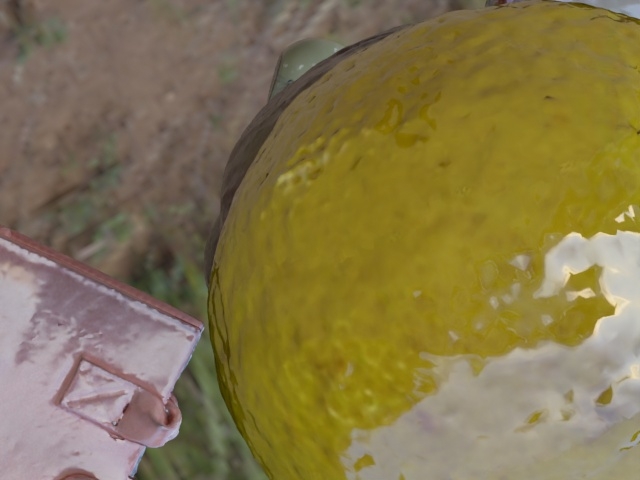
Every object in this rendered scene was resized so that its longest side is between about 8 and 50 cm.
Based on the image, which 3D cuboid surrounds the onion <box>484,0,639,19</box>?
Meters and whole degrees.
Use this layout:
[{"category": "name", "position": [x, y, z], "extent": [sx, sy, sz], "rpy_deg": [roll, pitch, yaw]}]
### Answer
[{"category": "onion", "position": [0.254, -0.088, 0.882], "extent": [0.348, 0.267, 0.159], "rpy_deg": [13, -141, 24]}]

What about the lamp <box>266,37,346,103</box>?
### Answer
[{"category": "lamp", "position": [0.037, -0.123, 1.756], "extent": [0.163, 0.091, 0.091], "rpy_deg": [13, 180, -5]}]

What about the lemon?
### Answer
[{"category": "lemon", "position": [0.063, 0.018, 0.681], "extent": [0.231, 0.192, 0.192], "rpy_deg": [-25, -175, 30]}]

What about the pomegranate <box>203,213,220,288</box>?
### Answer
[{"category": "pomegranate", "position": [0.000, 0.005, 1.353], "extent": [0.163, 0.138, 0.125], "rpy_deg": [-45, -163, 10]}]

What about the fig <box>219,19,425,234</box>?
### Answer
[{"category": "fig", "position": [0.092, -0.060, 1.086], "extent": [0.321, 0.217, 0.217], "rpy_deg": [-52, 173, 26]}]

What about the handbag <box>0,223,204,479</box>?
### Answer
[{"category": "handbag", "position": [-0.165, 0.108, 0.994], "extent": [0.212, 0.157, 0.059], "rpy_deg": [-64, -178, 1]}]
